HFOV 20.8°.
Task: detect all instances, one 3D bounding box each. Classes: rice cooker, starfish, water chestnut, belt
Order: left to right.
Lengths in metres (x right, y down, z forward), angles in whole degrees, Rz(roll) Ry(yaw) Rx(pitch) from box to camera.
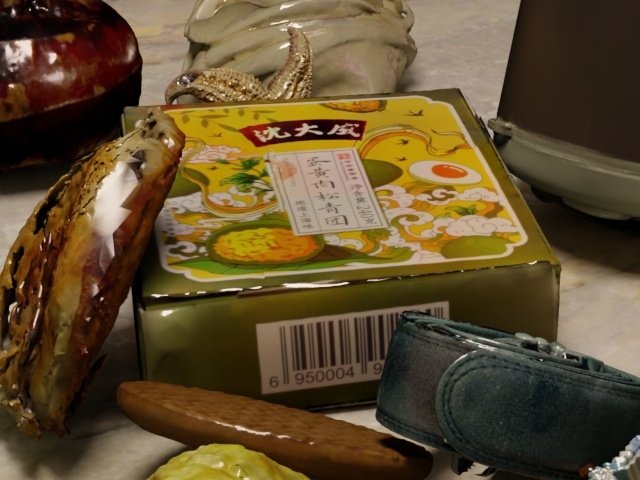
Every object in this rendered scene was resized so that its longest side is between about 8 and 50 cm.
[{"bbox_3d":[-0.347,-0.211,1.944,0.300,0.300,0.300,-1,28,1],"label":"water chestnut"},{"bbox_3d":[-0.062,-0.138,1.919,0.238,0.216,0.071,10,-2,-35],"label":"starfish"},{"bbox_3d":[0.146,0.128,1.366,0.206,0.116,0.267,17,3,31],"label":"belt"},{"bbox_3d":[0.352,-0.165,1.779,0.335,0.325,0.335,9,11,-2],"label":"rice cooker"}]

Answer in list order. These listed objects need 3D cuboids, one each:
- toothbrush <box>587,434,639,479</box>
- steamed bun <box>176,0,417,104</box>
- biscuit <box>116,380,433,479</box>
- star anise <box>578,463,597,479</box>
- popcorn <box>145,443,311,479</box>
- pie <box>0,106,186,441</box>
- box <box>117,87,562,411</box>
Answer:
[{"bbox_3d":[0.081,0.260,1.169,0.386,0.040,0.040,-36,38,-11],"label":"toothbrush"},{"bbox_3d":[-0.026,-0.261,2.094,0.268,0.207,0.280,8,31,16],"label":"steamed bun"},{"bbox_3d":[-0.037,0.155,1.380,0.262,0.037,0.262,12,-2,0],"label":"biscuit"},{"bbox_3d":[0.317,0.218,1.265,0.190,0.126,0.220,-25,59,-30],"label":"star anise"},{"bbox_3d":[-0.066,0.246,1.194,0.198,0.212,0.198,8,-10,1],"label":"popcorn"},{"bbox_3d":[-0.215,0.033,1.508,0.085,0.308,0.308,23,22,-20],"label":"pie"},{"bbox_3d":[0.000,0.000,1.678,0.373,0.138,0.420,-5,29,-7],"label":"box"}]
